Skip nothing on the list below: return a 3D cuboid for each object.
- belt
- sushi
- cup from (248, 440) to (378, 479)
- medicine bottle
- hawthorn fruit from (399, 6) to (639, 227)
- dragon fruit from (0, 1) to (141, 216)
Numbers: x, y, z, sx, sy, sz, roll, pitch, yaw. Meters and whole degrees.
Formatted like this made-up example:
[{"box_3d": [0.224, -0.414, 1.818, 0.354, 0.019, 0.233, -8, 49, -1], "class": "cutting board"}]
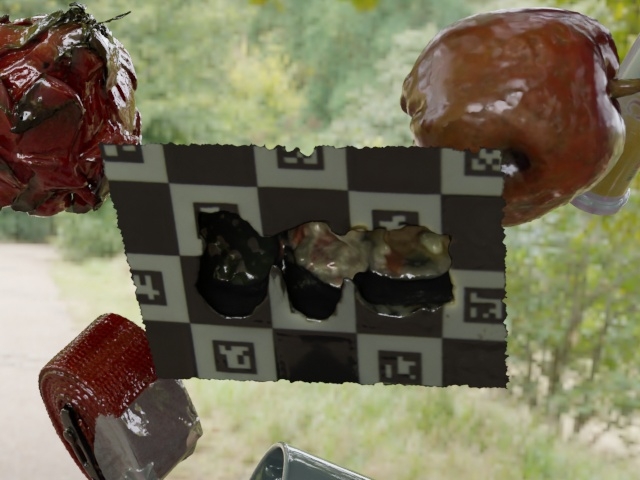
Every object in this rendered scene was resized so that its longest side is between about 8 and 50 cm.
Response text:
[{"box_3d": [-0.223, 0.192, 1.500, 0.128, 0.200, 0.124, 3, 35, 41], "class": "belt"}, {"box_3d": [0.000, 0.000, 1.363, 0.373, 0.296, 0.100, 0, 37, 11], "class": "sushi"}, {"box_3d": [0.056, 0.363, 1.472, 0.312, 0.205, 0.205, 23, 10, -10], "class": "cup"}, {"box_3d": [0.418, -0.210, 1.674, 0.108, 0.426, 0.108, 12, 45, -13], "class": "medicine bottle"}, {"box_3d": [0.217, -0.142, 1.557, 0.262, 0.258, 0.258, -20, 20, -16], "class": "hawthorn fruit"}, {"box_3d": [-0.283, -0.151, 1.494, 0.234, 0.233, 0.293, -11, -16, -47], "class": "dragon fruit"}]
